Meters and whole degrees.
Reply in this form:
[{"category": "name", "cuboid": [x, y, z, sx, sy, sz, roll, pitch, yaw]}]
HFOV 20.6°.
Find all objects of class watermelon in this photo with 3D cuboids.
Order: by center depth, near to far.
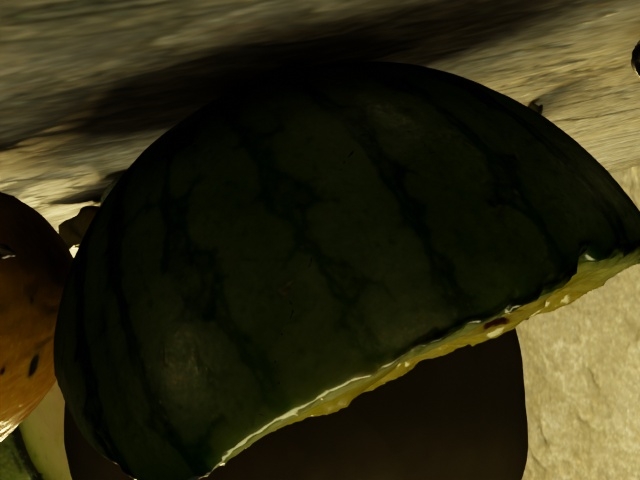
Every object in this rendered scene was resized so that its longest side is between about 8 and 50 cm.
[{"category": "watermelon", "cuboid": [0.000, 0.000, 0.923, 0.330, 0.189, 0.331, -29, -179, 0]}]

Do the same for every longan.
[{"category": "longan", "cuboid": [-0.019, 0.122, 1.338, 0.361, 0.361, 0.361, -14, 178, -1]}]

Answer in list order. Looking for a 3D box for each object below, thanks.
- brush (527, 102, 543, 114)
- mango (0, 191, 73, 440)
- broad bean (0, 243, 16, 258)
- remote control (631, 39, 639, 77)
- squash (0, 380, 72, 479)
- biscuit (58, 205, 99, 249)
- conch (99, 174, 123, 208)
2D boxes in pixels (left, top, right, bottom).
[{"category": "brush", "cuboid": [0.164, -0.079, 1.566, 0.048, 0.054, 0.282, -2, 177, -2]}, {"category": "mango", "cuboid": [-0.250, 0.057, 0.897, 0.359, 0.144, 0.187, -11, 135, -60]}, {"category": "broad bean", "cuboid": [-0.300, 0.004, 0.746, 0.325, 0.067, 0.075, -15, -152, -22]}, {"category": "remote control", "cuboid": [0.244, -0.114, 1.044, 0.090, 0.066, 0.266, -10, 177, -1]}, {"category": "squash", "cuboid": [-0.411, 0.179, 1.700, 0.384, 0.263, 0.263, -14, 178, 17]}, {"category": "biscuit", "cuboid": [-0.082, -0.031, 1.424, 0.187, 0.036, 0.273, -15, 177, 13]}, {"category": "conch", "cuboid": [-0.108, -0.026, 1.210, 0.085, 0.057, 0.076, -14, -170, 19]}]
